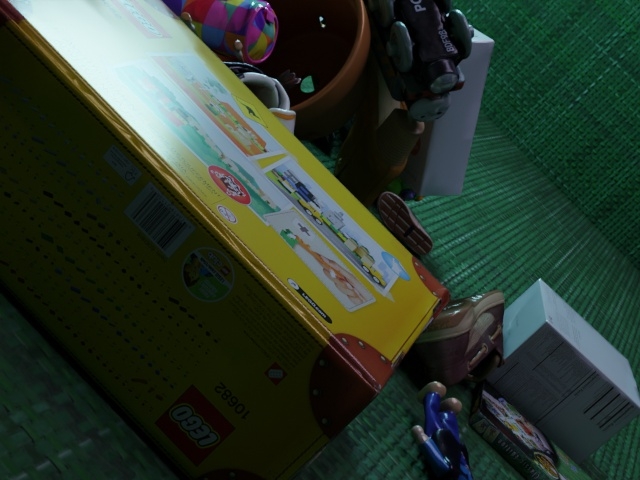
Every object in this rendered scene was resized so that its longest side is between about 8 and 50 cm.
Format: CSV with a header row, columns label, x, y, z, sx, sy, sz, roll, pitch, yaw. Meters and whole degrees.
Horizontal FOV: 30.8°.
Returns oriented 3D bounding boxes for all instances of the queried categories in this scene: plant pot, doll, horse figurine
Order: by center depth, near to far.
label,x,y,z,sx,sy,sz,roll,pitch,yaw
doll,0.152,0.256,1.398,0.129,0.046,0.189,45,22,-31
horse figurine,-0.158,-0.251,1.691,0.263,0.066,0.174,29,-19,8
plant pot,-0.044,-0.287,1.850,0.291,0.291,0.203,53,4,26

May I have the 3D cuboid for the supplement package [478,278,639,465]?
label,x,y,z,sx,sy,sz,roll,pitch,yaw
supplement package,0.365,0.204,1.808,0.203,0.149,0.194,42,18,-6

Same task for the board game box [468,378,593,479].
label,x,y,z,sx,sy,sz,roll,pitch,yaw
board game box,0.315,0.314,1.656,0.260,0.030,0.136,44,16,-2

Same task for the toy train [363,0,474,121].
label,x,y,z,sx,sy,sz,roll,pitch,yaw
toy train,0.135,-0.349,1.845,0.190,0.142,0.333,97,-25,-61

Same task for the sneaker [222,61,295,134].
label,x,y,z,sx,sy,sz,roll,pitch,yaw
sneaker,-0.128,-0.187,1.556,0.126,0.127,0.321,3,30,-42

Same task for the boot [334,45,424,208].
label,x,y,z,sx,sy,sz,roll,pitch,yaw
boot,0.083,-0.217,1.992,0.104,0.211,0.295,12,50,-26

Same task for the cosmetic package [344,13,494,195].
label,x,y,z,sx,sy,sz,roll,pitch,yaw
cosmetic package,0.161,-0.284,2.121,0.098,0.284,0.377,-4,27,-22

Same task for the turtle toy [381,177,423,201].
label,x,y,z,sx,sy,sz,roll,pitch,yaw
turtle toy,0.151,-0.106,2.166,0.095,0.066,0.130,27,11,28

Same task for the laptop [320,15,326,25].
label,x,y,z,sx,sy,sz,roll,pitch,yaw
laptop,-0.099,-0.384,2.103,0.264,0.136,0.234,39,19,-6

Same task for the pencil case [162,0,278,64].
label,x,y,z,sx,sy,sz,roll,pitch,yaw
pencil case,-0.178,-0.341,1.747,0.236,0.104,0.104,24,10,22

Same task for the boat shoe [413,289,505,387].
label,x,y,z,sx,sy,sz,roll,pitch,yaw
boat shoe,0.207,0.147,1.693,0.342,0.123,0.123,-9,85,-74

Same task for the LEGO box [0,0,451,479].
label,x,y,z,sx,sy,sz,roll,pitch,yaw
LEGO box,-0.134,-0.021,1.149,0.500,0.193,0.372,46,18,4

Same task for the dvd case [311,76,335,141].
label,x,y,z,sx,sy,sz,roll,pitch,yaw
dvd case,0.003,-0.285,2.164,0.221,0.018,0.164,-84,160,-73

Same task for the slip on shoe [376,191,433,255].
label,x,y,z,sx,sy,sz,roll,pitch,yaw
slip on shoe,0.142,-0.031,2.003,0.135,0.051,0.041,45,1,-19
